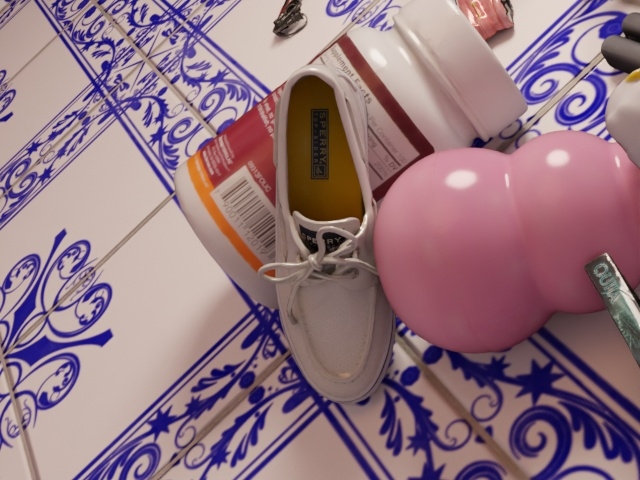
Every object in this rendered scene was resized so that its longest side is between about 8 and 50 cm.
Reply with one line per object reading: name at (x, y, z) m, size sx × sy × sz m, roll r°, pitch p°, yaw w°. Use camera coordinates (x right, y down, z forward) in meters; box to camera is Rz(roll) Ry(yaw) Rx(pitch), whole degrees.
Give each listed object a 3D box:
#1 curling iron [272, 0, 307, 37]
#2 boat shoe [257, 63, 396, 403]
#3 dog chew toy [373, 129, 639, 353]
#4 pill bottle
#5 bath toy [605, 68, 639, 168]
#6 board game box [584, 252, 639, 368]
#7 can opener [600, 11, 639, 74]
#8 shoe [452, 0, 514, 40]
curling iron at (-0.020, -0.463, 1.783) m, size 0.068 × 0.035 × 0.274 m, roll -3°, pitch 53°, yaw 37°
boat shoe at (0.009, -0.002, 1.038) m, size 0.135 × 0.367 × 0.156 m, roll -1°, pitch 4°, yaw 9°
dog chew toy at (0.223, -0.013, 0.969) m, size 0.331 × 0.207 × 0.207 m, roll -18°, pitch 43°, yaw 20°
pill bottle at (0.036, -0.114, 1.218) m, size 0.392 × 0.224 × 0.224 m, roll -37°, pitch 36°, yaw 10°
bath toy at (0.414, -0.119, 0.842) m, size 0.348 × 0.151 × 0.129 m, roll -17°, pitch 76°, yaw -10°
board game box at (0.286, 0.109, 0.836) m, size 0.026 × 0.126 × 0.186 m, roll -32°, pitch 38°, yaw 15°
can opener at (0.404, -0.196, 1.067) m, size 0.074 × 0.093 × 0.280 m, roll -45°, pitch 31°, yaw -1°
shoe at (0.221, -0.343, 1.411) m, size 0.081 × 0.063 × 0.178 m, roll -24°, pitch 45°, yaw 23°
